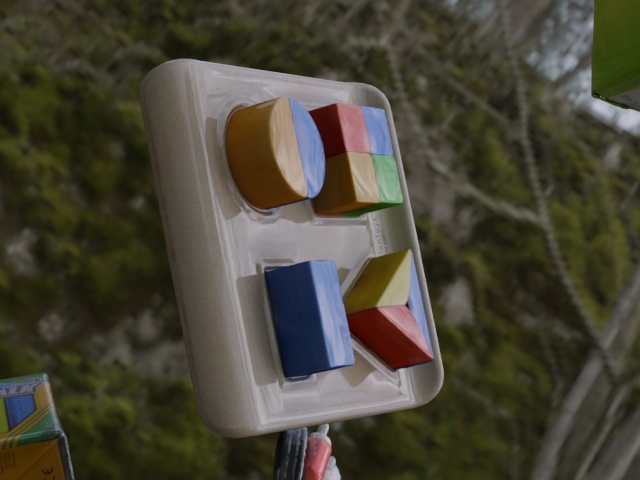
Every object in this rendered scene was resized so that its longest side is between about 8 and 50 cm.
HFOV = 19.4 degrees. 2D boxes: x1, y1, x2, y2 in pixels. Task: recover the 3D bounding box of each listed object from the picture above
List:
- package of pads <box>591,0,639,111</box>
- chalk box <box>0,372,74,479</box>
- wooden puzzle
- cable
[{"bbox_3d":[0.336,-0.223,1.409,0.101,0.229,0.296,17,-22,-36],"label":"package of pads"},{"bbox_3d":[-0.327,0.242,1.788,0.289,0.179,0.180,-143,-136,-75],"label":"chalk box"},{"bbox_3d":[0.000,0.000,1.670,0.080,0.348,0.322,-15,-97,34],"label":"wooden puzzle"},{"bbox_3d":[-0.019,0.291,1.858,0.072,0.287,0.139,3,-56,1],"label":"cable"}]
